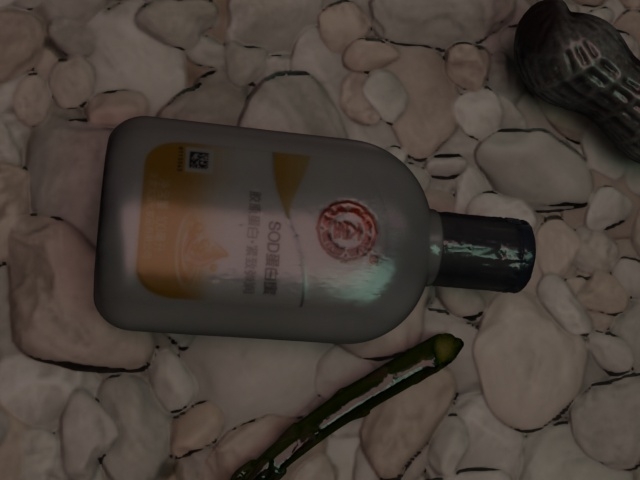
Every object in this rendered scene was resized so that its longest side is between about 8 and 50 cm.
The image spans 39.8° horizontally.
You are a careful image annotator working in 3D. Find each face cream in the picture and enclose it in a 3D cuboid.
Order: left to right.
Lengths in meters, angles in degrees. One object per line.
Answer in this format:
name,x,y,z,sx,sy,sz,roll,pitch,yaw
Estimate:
face cream,0.000,0.000,0.594,0.291,0.071,0.144,7,80,-12

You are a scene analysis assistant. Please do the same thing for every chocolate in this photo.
chocolate,0.215,-0.116,0.661,0.167,0.072,0.072,33,76,-8

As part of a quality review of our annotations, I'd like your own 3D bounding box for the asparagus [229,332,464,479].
asparagus,0.006,0.127,0.597,0.236,0.027,0.034,-34,79,-16
